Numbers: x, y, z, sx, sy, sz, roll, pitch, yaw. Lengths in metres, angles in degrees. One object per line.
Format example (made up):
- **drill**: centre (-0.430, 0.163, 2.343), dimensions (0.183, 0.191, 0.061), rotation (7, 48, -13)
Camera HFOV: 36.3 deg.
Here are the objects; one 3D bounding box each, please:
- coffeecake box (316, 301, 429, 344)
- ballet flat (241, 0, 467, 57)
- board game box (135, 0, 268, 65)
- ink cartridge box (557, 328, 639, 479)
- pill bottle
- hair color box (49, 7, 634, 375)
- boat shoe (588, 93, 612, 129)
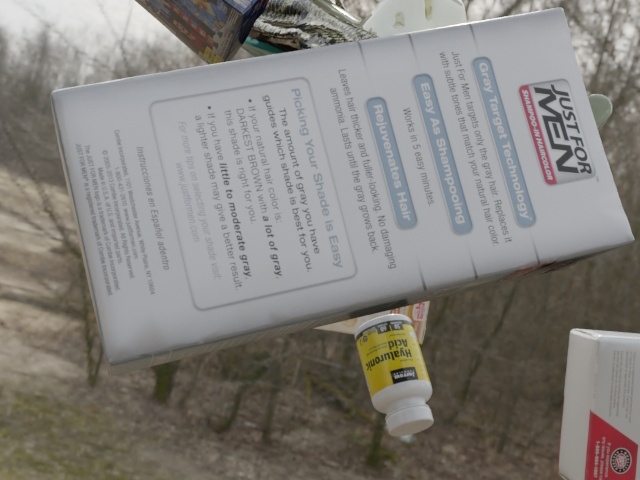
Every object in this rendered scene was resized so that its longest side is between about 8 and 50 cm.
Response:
- **coffeecake box**: centre (0.047, 0.086, 1.381), dimensions (0.186, 0.068, 0.142), rotation (9, 8, -6)
- **ballet flat**: centre (0.044, -0.201, 0.985), dimensions (0.164, 0.182, 0.483), rotation (30, 12, -36)
- **board game box**: centre (-0.147, -0.279, 0.988), dimensions (0.194, 0.060, 0.194), rotation (42, -14, -5)
- **ink cartridge box**: centre (0.511, 0.251, 1.391), dimensions (0.306, 0.226, 0.131), rotation (6, -1, -6)
- **pill bottle**: centre (0.079, 0.141, 1.016), dimensions (0.065, 0.116, 0.065), rotation (-12, -27, -6)
- **hair color box**: centre (0.014, -0.037, 0.707), dimensions (0.375, 0.185, 0.113), rotation (-12, -9, -13)
- **boat shoe**: centre (0.471, -0.194, 1.899), dimensions (0.079, 0.227, 0.081), rotation (56, 10, 17)
